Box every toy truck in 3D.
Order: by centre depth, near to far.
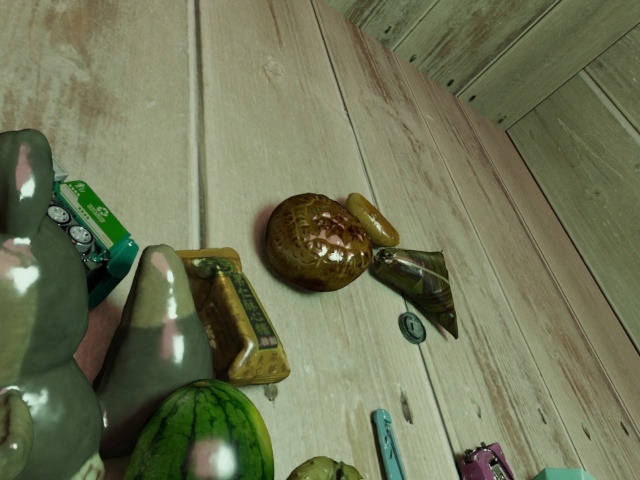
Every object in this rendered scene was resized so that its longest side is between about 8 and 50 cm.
[{"bbox_3d":[-0.376,-0.024,0.656,0.253,0.114,0.124,50,22,3],"label":"toy truck"}]

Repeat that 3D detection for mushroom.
[{"bbox_3d":[0.000,0.000,0.999,0.253,0.153,0.253,24,35,-18],"label":"mushroom"}]

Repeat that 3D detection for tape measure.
[{"bbox_3d":[0.351,0.492,0.964,0.118,0.074,0.125,2,54,-44],"label":"tape measure"}]

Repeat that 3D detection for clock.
[{"bbox_3d":[0.228,0.217,1.140,0.085,0.017,0.085,27,41,-27],"label":"clock"}]

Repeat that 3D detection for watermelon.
[{"bbox_3d":[-0.121,0.280,0.523,0.204,0.127,0.232,42,50,-57],"label":"watermelon"}]

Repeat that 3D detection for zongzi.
[{"bbox_3d":[0.245,0.132,1.171,0.247,0.111,0.241,8,58,-36],"label":"zongzi"}]

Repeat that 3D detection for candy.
[{"bbox_3d":[-0.154,0.115,0.770,0.143,0.101,0.271,10,44,-49],"label":"candy"}]

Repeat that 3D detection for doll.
[{"bbox_3d":[-0.310,0.086,0.518,0.378,0.252,0.382,-8,99,-72],"label":"doll"}]

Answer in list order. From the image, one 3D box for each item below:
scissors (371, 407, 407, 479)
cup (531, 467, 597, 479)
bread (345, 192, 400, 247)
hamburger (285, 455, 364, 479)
[{"bbox_3d":[0.157,0.489,0.799,0.180,0.032,0.393,18,45,-36],"label":"scissors"},{"bbox_3d":[0.546,0.633,0.991,0.148,0.134,0.236,36,38,-12],"label":"cup"},{"bbox_3d":[0.131,-0.048,1.239,0.189,0.077,0.114,50,15,3],"label":"bread"},{"bbox_3d":[-0.006,0.403,0.536,0.134,0.285,0.265,-2,50,-6],"label":"hamburger"}]
